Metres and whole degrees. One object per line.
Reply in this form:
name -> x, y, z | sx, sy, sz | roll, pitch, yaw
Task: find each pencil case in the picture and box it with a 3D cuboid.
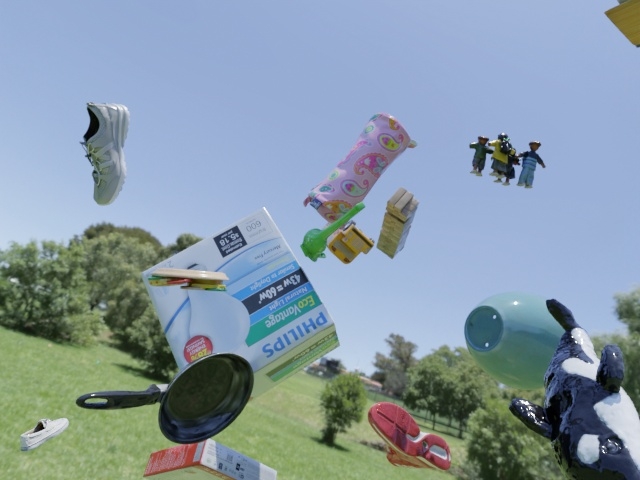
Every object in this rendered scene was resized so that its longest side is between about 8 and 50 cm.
pencil case -> 0.086, -0.163, 1.028 | 0.124, 0.284, 0.124 | 39, -7, 6

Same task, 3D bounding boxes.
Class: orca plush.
orca plush -> 0.257, 0.161, 0.472 | 0.102, 0.287, 0.151 | -2, -58, 20

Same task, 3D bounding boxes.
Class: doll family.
doll family -> 0.440, -0.194, 1.026 | 0.192, 0.112, 0.076 | 15, -6, -25

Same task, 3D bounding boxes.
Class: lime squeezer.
lime squeezer -> 0.000, 0.000, 0.999 | 0.059, 0.110, 0.310 | 45, -25, 6

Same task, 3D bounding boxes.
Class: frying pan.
frying pan -> -0.269, 0.305, 0.804 | 0.325, 0.198, 0.053 | -7, 24, -39

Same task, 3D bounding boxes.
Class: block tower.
block tower -> 0.294, -0.054, 1.701 | 0.090, 0.097, 0.336 | 35, -25, 20

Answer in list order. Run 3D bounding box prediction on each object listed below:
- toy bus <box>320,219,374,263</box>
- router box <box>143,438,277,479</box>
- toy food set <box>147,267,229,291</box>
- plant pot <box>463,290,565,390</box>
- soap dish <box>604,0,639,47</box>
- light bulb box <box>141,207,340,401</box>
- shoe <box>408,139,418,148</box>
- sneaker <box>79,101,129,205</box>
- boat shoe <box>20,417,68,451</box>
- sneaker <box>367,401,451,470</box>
toy bus -> 0.085, -0.009, 1.567 | 0.108, 0.130, 0.333 | 43, 3, -13
router box -> -0.370, 0.799, 1.495 | 0.301, 0.082, 0.335 | -27, -54, 29
toy food set -> -0.139, 0.042, 0.464 | 0.083, 0.020, 0.082 | 7, -7, -22
plant pot -> 0.537, 0.274, 1.278 | 0.195, 0.291, 0.290 | 19, -19, -29
soap dish -> 0.686, -0.448, 0.745 | 0.290, 0.228, 0.118 | -7, -71, 53
light bulb box -> -0.191, 0.180, 1.101 | 0.361, 0.357, 0.225 | 56, -9, 25
shoe -> 0.242, -0.312, 1.471 | 0.177, 0.081, 0.063 | 6, 13, -25
sneaker -> -0.602, -0.236, 1.188 | 0.105, 0.282, 0.115 | 7, 3, 36
boat shoe -> -0.508, 0.347, 0.806 | 0.035, 0.035, 0.100 | -6, 3, 14
sneaker -> 0.153, 0.421, 0.908 | 0.221, 0.087, 0.128 | 41, -49, -14
